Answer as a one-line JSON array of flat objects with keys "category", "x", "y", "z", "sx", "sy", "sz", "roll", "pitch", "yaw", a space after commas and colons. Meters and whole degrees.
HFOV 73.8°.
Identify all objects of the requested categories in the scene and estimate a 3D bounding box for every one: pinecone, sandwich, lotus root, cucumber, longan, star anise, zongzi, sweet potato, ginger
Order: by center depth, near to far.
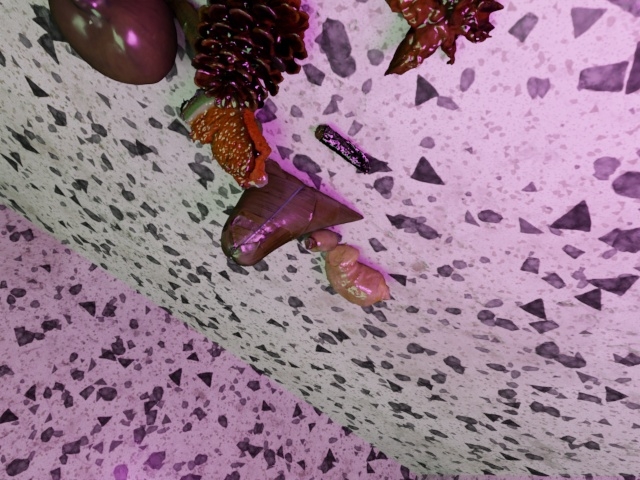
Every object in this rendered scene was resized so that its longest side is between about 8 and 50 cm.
[{"category": "star anise", "x": 0.212, "y": -0.421, "z": 0.728, "sx": 0.237, "sy": 0.148, "sz": 0.346, "roll": 31, "pitch": 156, "yaw": -7}, {"category": "pinecone", "x": -0.150, "y": -0.394, "z": 0.896, "sx": 0.246, "sy": 0.292, "sz": 0.246, "roll": 14, "pitch": 158, "yaw": 6}, {"category": "longan", "x": -0.469, "y": -0.508, "z": 0.988, "sx": 0.300, "sy": 0.243, "sz": 0.300, "roll": 37, "pitch": -179, "yaw": -1}, {"category": "sweet potato", "x": -0.283, "y": -0.475, "z": 1.020, "sx": 0.075, "sy": 0.075, "sz": 0.273, "roll": -26, "pitch": 97, "yaw": 48}, {"category": "cucumber", "x": 0.062, "y": -0.240, "z": 1.122, "sx": 0.181, "sy": 0.053, "sz": 0.053, "roll": 37, "pitch": 143, "yaw": -12}, {"category": "sandwich", "x": -0.218, "y": -0.285, "z": 1.165, "sx": 0.250, "sy": 0.162, "sz": 0.301, "roll": -20, "pitch": 91, "yaw": 32}, {"category": "zongzi", "x": -0.079, "y": -0.030, "z": 1.241, "sx": 0.360, "sy": 0.323, "sz": 0.160, "roll": 26, "pitch": 159, "yaw": -4}, {"category": "lotus root", "x": 0.000, "y": -0.001, "z": 1.356, "sx": 0.090, "sy": 0.183, "sz": 0.077, "roll": -3, "pitch": 90, "yaw": 22}, {"category": "ginger", "x": 0.116, "y": 0.128, "z": 1.441, "sx": 0.267, "sy": 0.138, "sz": 0.152, "roll": 41, "pitch": 137, "yaw": -7}]
